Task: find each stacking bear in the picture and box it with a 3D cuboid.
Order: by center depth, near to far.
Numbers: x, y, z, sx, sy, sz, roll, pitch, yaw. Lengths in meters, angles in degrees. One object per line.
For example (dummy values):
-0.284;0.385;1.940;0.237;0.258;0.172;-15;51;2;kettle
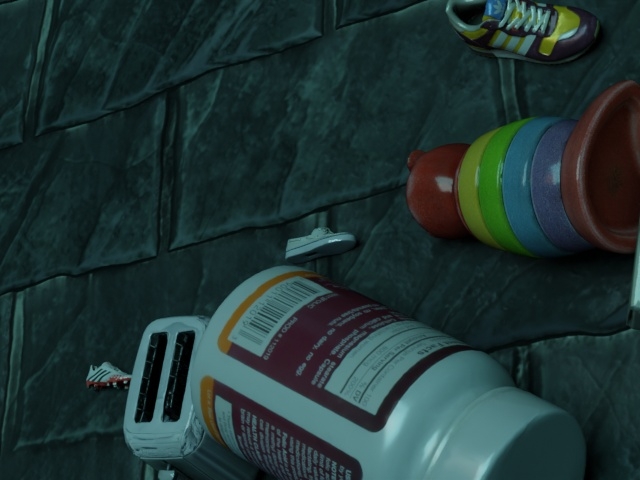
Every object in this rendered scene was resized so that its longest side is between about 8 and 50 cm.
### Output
0.216;-0.059;1.787;0.289;0.175;0.164;-3;26;47;stacking bear

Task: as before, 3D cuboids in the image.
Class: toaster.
-0.138;0.181;1.919;0.129;0.146;0.227;-3;65;33;toaster

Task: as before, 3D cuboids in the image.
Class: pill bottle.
0.068;0.189;1.720;0.392;0.224;0.224;25;83;40;pill bottle

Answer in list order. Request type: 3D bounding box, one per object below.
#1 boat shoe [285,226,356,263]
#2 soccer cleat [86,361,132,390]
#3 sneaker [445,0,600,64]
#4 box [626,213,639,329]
0.000;0.000;1.990;0.100;0.035;0.035;-17;61;35;boat shoe
-0.266;0.171;2.092;0.083;0.029;0.036;-9;66;37;soccer cleat
0.233;-0.253;1.920;0.185;0.084;0.070;3;69;36;sneaker
0.395;-0.063;1.633;0.148;0.121;0.311;6;78;11;box
